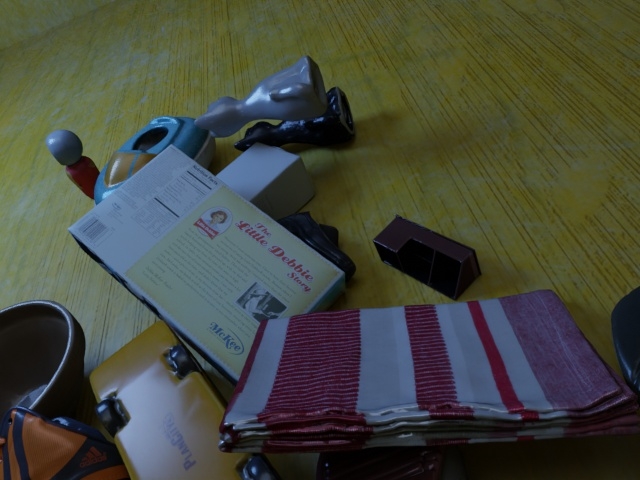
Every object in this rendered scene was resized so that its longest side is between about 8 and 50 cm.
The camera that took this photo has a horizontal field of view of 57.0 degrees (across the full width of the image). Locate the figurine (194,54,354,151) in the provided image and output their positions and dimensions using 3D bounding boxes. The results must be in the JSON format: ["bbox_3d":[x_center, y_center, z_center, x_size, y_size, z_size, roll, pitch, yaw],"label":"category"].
[{"bbox_3d":[-0.075,-0.199,0.969,0.209,0.215,0.093,-16,77,19],"label":"figurine"}]

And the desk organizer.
[{"bbox_3d":[0.131,0.019,0.737,0.050,0.047,0.130,-43,43,-17],"label":"desk organizer"}]

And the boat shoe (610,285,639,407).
[{"bbox_3d":[0.334,0.166,0.422,0.122,0.120,0.324,-32,43,10],"label":"boat shoe"}]

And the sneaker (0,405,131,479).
[{"bbox_3d":[-0.339,0.272,0.607,0.320,0.125,0.180,-9,68,3],"label":"sneaker"}]

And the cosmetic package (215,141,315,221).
[{"bbox_3d":[-0.130,-0.045,0.911,0.231,0.086,0.117,-42,44,-22],"label":"cosmetic package"}]

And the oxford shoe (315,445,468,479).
[{"bbox_3d":[0.075,0.239,0.485,0.122,0.130,0.348,-26,19,18],"label":"oxford shoe"}]

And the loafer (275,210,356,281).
[{"bbox_3d":[0.000,0.000,0.815,0.061,0.062,0.170,-34,42,-18],"label":"loafer"}]

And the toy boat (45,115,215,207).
[{"bbox_3d":[-0.363,-0.139,1.078,0.318,0.148,0.268,3,48,29],"label":"toy boat"}]

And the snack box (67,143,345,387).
[{"bbox_3d":[-0.148,0.026,0.766,0.322,0.060,0.187,36,67,20],"label":"snack box"}]

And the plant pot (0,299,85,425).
[{"bbox_3d":[-0.395,0.200,0.760,0.237,0.110,0.237,-13,42,12],"label":"plant pot"}]

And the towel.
[{"bbox_3d":[0.086,0.109,0.558,0.328,0.037,0.237,-6,16,6],"label":"towel"}]

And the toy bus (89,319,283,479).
[{"bbox_3d":[-0.127,0.214,0.593,0.108,0.130,0.332,-37,42,-15],"label":"toy bus"}]
